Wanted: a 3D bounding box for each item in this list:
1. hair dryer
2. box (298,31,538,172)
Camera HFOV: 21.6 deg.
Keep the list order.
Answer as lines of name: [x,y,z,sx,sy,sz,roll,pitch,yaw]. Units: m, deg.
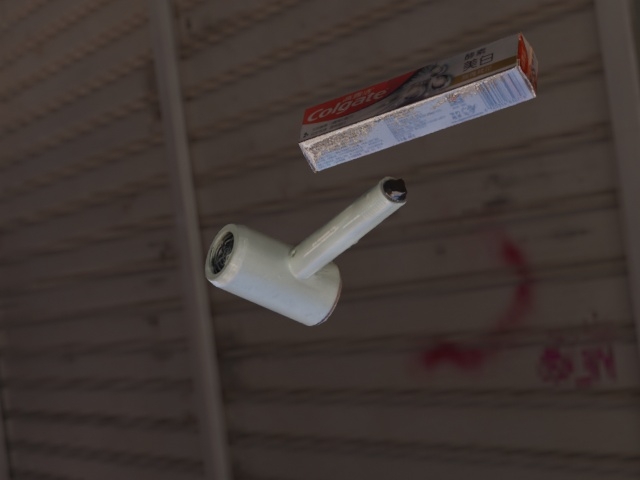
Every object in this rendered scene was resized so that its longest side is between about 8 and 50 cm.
hair dryer: [0.000,0.000,1.661,0.131,0.073,0.236,24,142,-28]
box: [0.084,-0.120,1.464,0.218,0.039,0.055,-17,-142,26]
